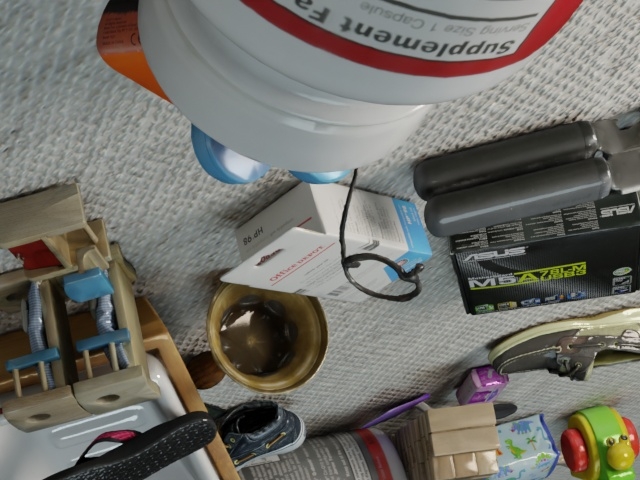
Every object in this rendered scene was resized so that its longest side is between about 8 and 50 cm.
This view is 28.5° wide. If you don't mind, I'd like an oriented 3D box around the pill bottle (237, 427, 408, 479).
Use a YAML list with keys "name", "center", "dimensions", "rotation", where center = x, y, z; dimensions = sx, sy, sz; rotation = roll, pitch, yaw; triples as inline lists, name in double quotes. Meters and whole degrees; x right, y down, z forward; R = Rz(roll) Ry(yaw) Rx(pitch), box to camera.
- name: "pill bottle"
  center: [-0.072, 0.383, 1.701]
  dimensions: [0.363, 0.210, 0.210]
  rotation: [-8, 154, -15]

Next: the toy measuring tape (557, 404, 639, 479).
- name: "toy measuring tape"
  center: [0.426, 0.320, 2.024]
  dimensions: [0.121, 0.121, 0.330]
  rotation: [-12, 177, -8]

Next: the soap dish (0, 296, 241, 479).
- name: "soap dish"
  center: [-0.221, 0.191, 1.256]
  dimensions: [0.229, 0.118, 0.290]
  rotation: [-16, 137, 1]

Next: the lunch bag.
- name: "lunch bag"
  center: [0.288, 0.343, 1.956]
  dimensions: [0.129, 0.096, 0.151]
  rotation: [-11, 145, -10]

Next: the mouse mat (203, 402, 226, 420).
- name: "mouse mat"
  center: [-0.226, 0.231, 1.540]
  dimensions: [0.190, 0.007, 0.153]
  rotation: [-25, 153, 21]

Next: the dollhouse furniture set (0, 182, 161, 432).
- name: "dollhouse furniture set"
  center: [-0.227, 0.063, 1.050]
  dimensions: [0.129, 0.129, 0.183]
  rotation: [-16, 156, 0]

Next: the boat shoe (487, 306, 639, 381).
- name: "boat shoe"
  center: [0.326, 0.140, 1.589]
  dimensions: [0.224, 0.073, 0.080]
  rotation: [-13, 154, -7]

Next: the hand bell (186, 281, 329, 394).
- name: "hand bell"
  center: [-0.096, 0.118, 1.309]
  dimensions: [0.126, 0.126, 0.242]
  rotation: [-3, 165, -25]

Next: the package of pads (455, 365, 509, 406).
- name: "package of pads"
  center: [0.216, 0.196, 1.690]
  dimensions: [0.050, 0.032, 0.083]
  rotation: [-10, 154, -15]

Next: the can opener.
- name: "can opener"
  center: [0.226, -0.057, 1.130]
  dimensions: [0.284, 0.076, 0.095]
  rotation: [-14, 154, -1]

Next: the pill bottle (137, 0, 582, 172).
- name: "pill bottle"
  center: [0.052, -0.207, 0.544]
  dimensions: [0.229, 0.229, 0.407]
  rotation: [-3, 152, -25]

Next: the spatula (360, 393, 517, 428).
- name: "spatula"
  center: [0.175, 0.241, 1.759]
  dimensions: [0.296, 0.030, 0.084]
  rotation: [8, 147, -41]

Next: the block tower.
- name: "block tower"
  center: [0.149, 0.302, 1.733]
  dimensions: [0.097, 0.090, 0.335]
  rotation: [-4, 162, -12]

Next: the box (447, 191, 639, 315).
- name: "box"
  center: [0.232, 0.017, 1.290]
  dimensions: [0.191, 0.045, 0.184]
  rotation: [-8, 158, 8]

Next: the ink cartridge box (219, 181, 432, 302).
- name: "ink cartridge box"
  center: [0.000, 0.000, 1.132]
  dimensions: [0.180, 0.060, 0.104]
  rotation: [12, 144, -45]

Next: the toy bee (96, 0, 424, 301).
- name: "toy bee"
  center: [-0.018, -0.105, 0.841]
  dimensions: [0.195, 0.162, 0.298]
  rotation: [12, 157, 21]

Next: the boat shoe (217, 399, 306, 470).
- name: "boat shoe"
  center: [-0.115, 0.250, 1.587]
  dimensions: [0.183, 0.065, 0.083]
  rotation: [-24, 145, 12]

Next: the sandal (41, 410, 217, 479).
- name: "sandal"
  center: [-0.183, 0.199, 1.167]
  dimensions: [0.179, 0.040, 0.067]
  rotation: [-25, 144, -11]
